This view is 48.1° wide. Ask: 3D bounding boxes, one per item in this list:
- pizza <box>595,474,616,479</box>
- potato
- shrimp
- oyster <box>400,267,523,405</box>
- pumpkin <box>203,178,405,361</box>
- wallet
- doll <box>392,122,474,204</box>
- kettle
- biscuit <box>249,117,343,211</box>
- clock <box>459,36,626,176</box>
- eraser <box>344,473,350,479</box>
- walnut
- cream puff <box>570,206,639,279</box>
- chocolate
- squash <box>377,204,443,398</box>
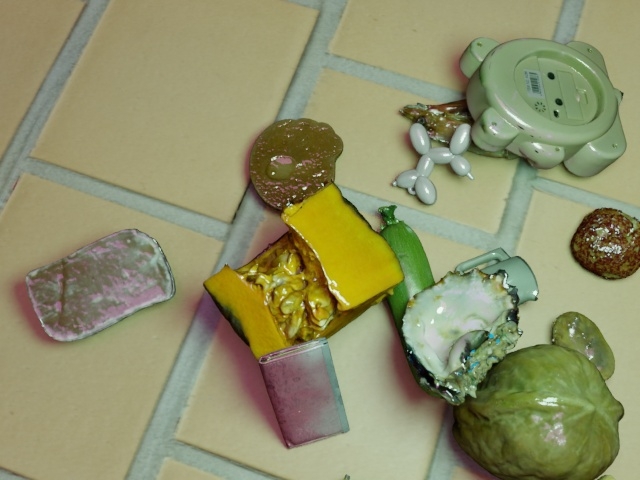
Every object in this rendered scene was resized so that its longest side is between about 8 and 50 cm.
[{"bbox_3d":[0.435,0.569,1.128,0.277,0.114,0.409,16,95,-18],"label":"pizza"},{"bbox_3d":[0.478,0.196,1.315,0.091,0.070,0.138,-20,74,-12],"label":"potato"},{"bbox_3d":[0.307,-0.245,1.472,0.294,0.062,0.154,11,61,0],"label":"shrimp"},{"bbox_3d":[0.234,0.151,1.191,0.198,0.092,0.260,-10,34,23],"label":"oyster"},{"bbox_3d":[-0.029,0.065,1.265,0.303,0.256,0.225,-37,82,20],"label":"pumpkin"},{"bbox_3d":[-0.025,0.266,1.226,0.119,0.232,0.025,-16,37,-5],"label":"wallet"},{"bbox_3d":[0.222,-0.150,1.416,0.161,0.059,0.160,2,91,15],"label":"doll"},{"bbox_3d":[0.316,0.091,1.349,0.148,0.127,0.098,-24,105,-10],"label":"kettle"},{"bbox_3d":[-0.052,-0.148,1.442,0.181,0.049,0.208,10,72,3],"label":"biscuit"},{"bbox_3d":[0.431,-0.273,1.409,0.309,0.114,0.284,3,67,-15],"label":"clock"},{"bbox_3d":[0.100,0.524,1.208,0.158,0.069,0.226,10,72,2],"label":"eraser"},{"bbox_3d":[0.356,0.292,1.185,0.283,0.283,0.227,2,70,1],"label":"walnut"},{"bbox_3d":[0.558,0.000,1.374,0.149,0.084,0.149,1,71,-2],"label":"cream puff"},{"bbox_3d":[-0.404,0.084,1.351,0.254,0.080,0.157,-25,88,-6],"label":"chocolate"},{"bbox_3d":[0.171,0.106,1.332,0.101,0.101,0.379,-12,72,-4],"label":"squash"}]
